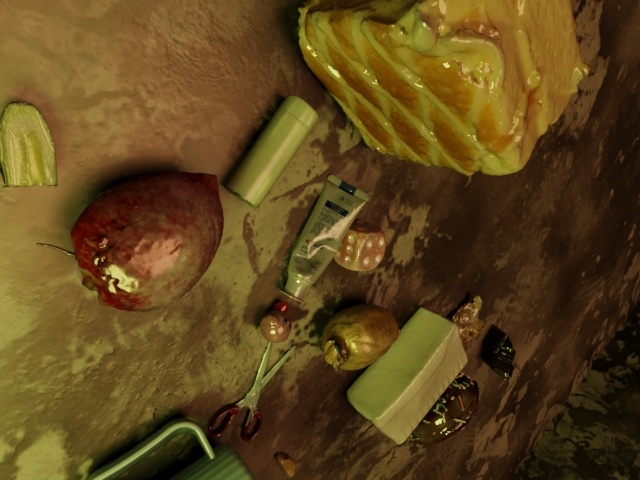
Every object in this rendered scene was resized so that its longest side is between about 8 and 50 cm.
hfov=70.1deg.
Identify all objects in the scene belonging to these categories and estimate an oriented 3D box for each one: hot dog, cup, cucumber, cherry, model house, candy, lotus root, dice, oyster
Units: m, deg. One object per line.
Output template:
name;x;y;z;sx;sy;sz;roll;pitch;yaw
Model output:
hot dog;-0.086;0.570;1.169;0.034;0.030;0.090;-38;130;-24
cup;-0.268;0.553;0.866;0.311;0.331;0.257;-28;151;-28
cucumber;-0.385;-0.123;0.593;0.067;0.035;0.108;-12;109;-48
cherry;-0.241;-0.010;0.677;0.250;0.175;0.192;-48;121;-16
model house;0.667;0.399;1.671;0.106;0.165;0.152;-6;112;-21
candy;0.253;0.379;1.297;0.359;0.145;0.208;-45;133;-15
lotus root;0.092;0.229;1.095;0.256;0.140;0.154;-4;141;-48
dice;0.084;0.010;1.017;0.091;0.094;0.093;-10;115;-41
oyster;0.474;0.269;1.484;0.163;0.081;0.191;2;104;-37

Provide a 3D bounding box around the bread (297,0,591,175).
bread;0.196;-0.317;0.773;0.279;0.371;0.390;-54;135;-6

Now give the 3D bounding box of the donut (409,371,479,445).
donut;0.366;0.505;1.396;0.269;0.269;0.103;-40;91;-20

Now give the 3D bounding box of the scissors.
scissors;-0.143;0.335;1.024;0.144;0.017;0.248;33;85;-45

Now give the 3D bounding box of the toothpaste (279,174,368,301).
toothpaste;0.000;0.000;0.959;0.096;0.061;0.266;28;90;-3

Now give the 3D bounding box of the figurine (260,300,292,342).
figurine;-0.092;0.181;0.961;0.066;0.071;0.083;-13;117;12

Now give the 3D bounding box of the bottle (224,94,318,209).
bottle;-0.086;-0.156;0.810;0.072;0.072;0.202;39;83;-44
